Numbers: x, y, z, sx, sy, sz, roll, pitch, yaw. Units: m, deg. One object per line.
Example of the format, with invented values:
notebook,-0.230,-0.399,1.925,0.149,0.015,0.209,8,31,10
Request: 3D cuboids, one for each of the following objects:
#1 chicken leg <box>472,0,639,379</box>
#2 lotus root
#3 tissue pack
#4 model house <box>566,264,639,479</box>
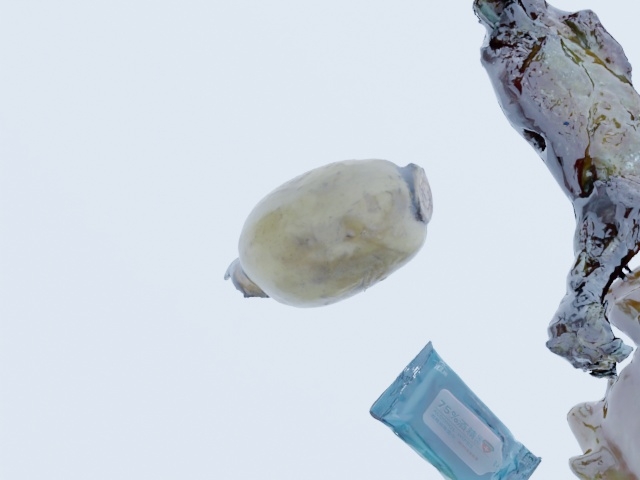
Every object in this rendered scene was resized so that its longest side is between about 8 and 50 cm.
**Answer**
chicken leg,0.138,-0.038,0.975,0.106,0.051,0.253,14,-130,-31
lotus root,0.000,0.000,1.605,0.125,0.221,0.118,36,-145,-48
tissue pack,0.106,0.155,1.469,0.138,0.028,0.085,48,-123,-10
model house,0.286,0.094,1.098,0.220,0.229,0.199,15,-151,-17
